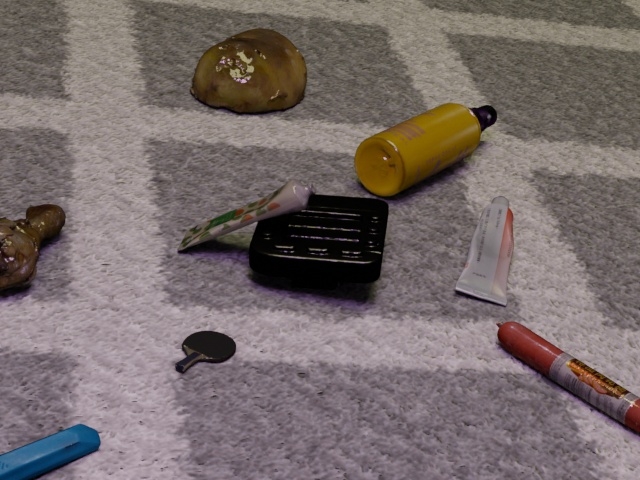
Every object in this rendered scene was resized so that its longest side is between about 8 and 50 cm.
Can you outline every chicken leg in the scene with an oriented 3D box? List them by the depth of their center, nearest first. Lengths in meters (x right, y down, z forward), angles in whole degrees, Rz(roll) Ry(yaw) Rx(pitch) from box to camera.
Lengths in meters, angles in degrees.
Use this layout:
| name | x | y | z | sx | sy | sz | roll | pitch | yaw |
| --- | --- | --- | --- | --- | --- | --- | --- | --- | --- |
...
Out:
| name | x | y | z | sx | sy | sz | roll | pitch | yaw |
| --- | --- | --- | --- | --- | --- | --- | --- | --- | --- |
| chicken leg | -0.317 | 0.004 | 1.532 | 0.085 | 0.069 | 0.198 | -6 | 15 | 21 |

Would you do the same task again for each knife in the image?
| name | x | y | z | sx | sy | sz | roll | pitch | yaw |
| --- | --- | --- | --- | --- | --- | --- | --- | --- | --- |
| knife | -0.292 | 0.206 | 1.197 | 0.044 | 0.026 | 0.297 | 33 | 33 | 31 |

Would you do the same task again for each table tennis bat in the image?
| name | x | y | z | sx | sy | sz | roll | pitch | yaw |
| --- | --- | --- | --- | --- | --- | --- | --- | --- | --- |
| table tennis bat | -0.116 | 0.109 | 1.451 | 0.050 | 0.007 | 0.083 | 22 | 29 | 21 |

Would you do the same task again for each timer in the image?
| name | x | y | z | sx | sy | sz | roll | pitch | yaw |
| --- | --- | --- | --- | --- | --- | --- | --- | --- | --- |
| timer | 0.000 | 0.000 | 1.645 | 0.144 | 0.055 | 0.187 | 5 | 23 | 4 |

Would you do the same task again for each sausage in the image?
| name | x | y | z | sx | sy | sz | roll | pitch | yaw |
| --- | --- | --- | --- | --- | --- | --- | --- | --- | --- |
| sausage | 0.271 | 0.145 | 1.488 | 0.034 | 0.034 | 0.253 | -18 | 40 | -42 |

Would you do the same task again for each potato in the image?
| name | x | y | z | sx | sy | sz | roll | pitch | yaw |
| --- | --- | --- | --- | --- | --- | --- | --- | --- | --- |
| potato | -0.099 | -0.247 | 2.046 | 0.164 | 0.081 | 0.200 | 15 | 26 | 12 |

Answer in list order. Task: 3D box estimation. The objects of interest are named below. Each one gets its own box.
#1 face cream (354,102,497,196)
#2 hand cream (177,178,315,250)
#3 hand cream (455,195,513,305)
| name | x | y | z | sx | sy | sz | roll | pitch | yaw |
| --- | --- | --- | --- | --- | --- | --- | --- | --- | --- |
| face cream | 0.149 | -0.130 | 1.909 | 0.078 | 0.078 | 0.273 | 26 | 31 | 27 |
| hand cream | -0.081 | -0.028 | 1.620 | 0.165 | 0.037 | 0.057 | -20 | 20 | 17 |
| hand cream | 0.200 | 0.009 | 1.721 | 0.052 | 0.038 | 0.216 | -8 | 29 | 19 |
